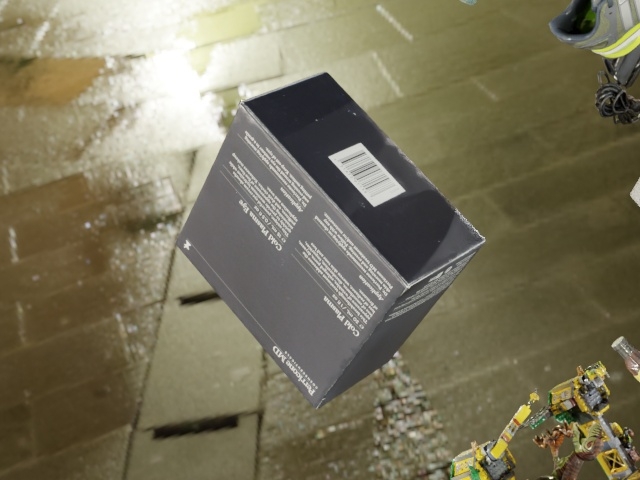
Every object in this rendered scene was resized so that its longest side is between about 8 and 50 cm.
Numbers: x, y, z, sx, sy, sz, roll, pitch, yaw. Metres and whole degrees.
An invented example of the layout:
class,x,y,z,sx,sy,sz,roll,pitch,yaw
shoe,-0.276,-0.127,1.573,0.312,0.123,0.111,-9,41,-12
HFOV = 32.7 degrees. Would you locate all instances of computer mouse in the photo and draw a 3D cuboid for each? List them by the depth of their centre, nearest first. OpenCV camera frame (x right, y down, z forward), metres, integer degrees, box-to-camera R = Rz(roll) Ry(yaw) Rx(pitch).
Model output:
class,x,y,z,sx,sy,sz,roll,pitch,yaw
computer mouse,0.514,-0.328,1.778,0.072,0.272,0.188,5,1,31

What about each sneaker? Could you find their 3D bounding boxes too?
class,x,y,z,sx,sy,sz,roll,pitch,yaw
sneaker,0.424,-0.349,1.465,0.121,0.300,0.111,-7,62,-29

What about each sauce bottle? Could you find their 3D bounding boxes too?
class,x,y,z,sx,sy,sz,roll,pitch,yaw
sauce bottle,0.535,0.214,1.805,0.042,0.128,0.042,-46,2,2

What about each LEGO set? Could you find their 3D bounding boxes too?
class,x,y,z,sx,sy,sz,roll,pitch,yaw
LEGO set,0.358,0.300,1.438,0.331,0.255,0.192,-16,-14,-35

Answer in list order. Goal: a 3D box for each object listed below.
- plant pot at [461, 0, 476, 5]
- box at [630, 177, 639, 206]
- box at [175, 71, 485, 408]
class,x,y,z,sx,sy,sz,roll,pitch,yaw
plant pot,0.186,-0.537,1.707,0.196,0.293,0.293,15,34,0
box,0.524,-0.047,1.447,0.130,0.091,0.170,-21,61,-23
box,0.000,0.000,1.548,0.179,0.312,0.343,-27,69,-42
